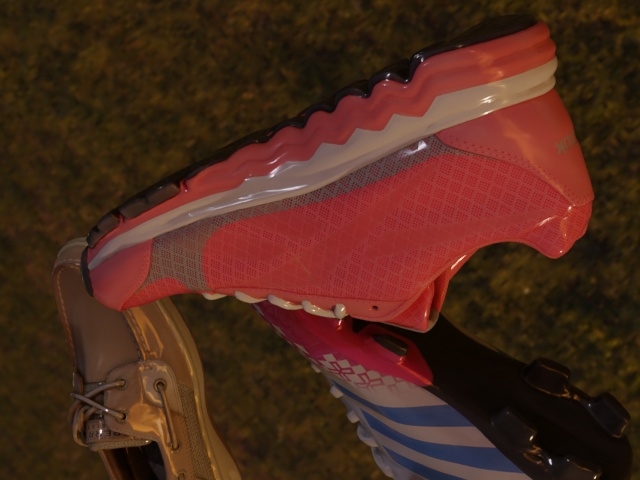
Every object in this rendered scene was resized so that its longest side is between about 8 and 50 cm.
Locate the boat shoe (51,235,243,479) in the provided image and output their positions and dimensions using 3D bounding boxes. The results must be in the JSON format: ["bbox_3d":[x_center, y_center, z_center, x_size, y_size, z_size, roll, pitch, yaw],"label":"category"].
[{"bbox_3d":[-0.161,0.144,1.157,0.109,0.098,0.302,-11,107,39],"label":"boat shoe"}]

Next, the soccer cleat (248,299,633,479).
[{"bbox_3d":[0.045,0.091,0.884,0.331,0.116,0.143,38,135,12],"label":"soccer cleat"}]

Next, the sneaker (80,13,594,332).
[{"bbox_3d":[0.000,0.000,0.720,0.313,0.116,0.136,-23,97,31],"label":"sneaker"}]
